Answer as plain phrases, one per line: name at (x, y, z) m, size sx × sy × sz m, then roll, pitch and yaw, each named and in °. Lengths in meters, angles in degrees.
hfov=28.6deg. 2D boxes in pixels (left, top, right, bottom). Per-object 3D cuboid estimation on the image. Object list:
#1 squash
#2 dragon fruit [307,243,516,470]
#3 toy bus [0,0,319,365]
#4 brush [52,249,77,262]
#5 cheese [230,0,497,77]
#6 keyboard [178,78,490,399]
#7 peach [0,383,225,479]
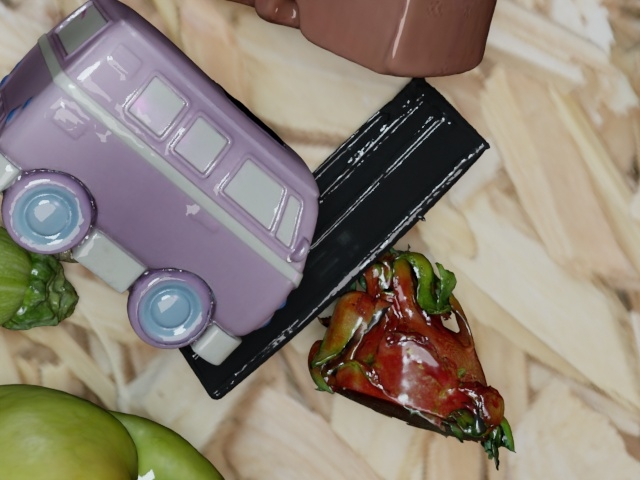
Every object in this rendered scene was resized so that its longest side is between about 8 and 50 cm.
squash at (-0.214, 0.024, 0.807) m, size 0.132 × 0.105 × 0.105 m, roll 3°, pitch 110°, yaw -25°
dragon fruit at (0.059, 0.077, 0.854) m, size 0.142 × 0.138 × 0.175 m, roll -7°, pitch 92°, yaw -46°
toy bus at (-0.100, -0.035, 0.761) m, size 0.202 × 0.142 × 0.142 m, roll 41°, pitch 91°, yaw -25°
brush at (-0.154, -0.065, 0.819) m, size 0.043 × 0.014 × 0.169 m, roll -1°, pitch 109°, yaw -14°
cheese at (0.035, -0.174, 0.724) m, size 0.203 × 0.177 × 0.128 m, roll 11°, pitch 108°, yaw -15°
keyboard at (0.000, 0.000, 0.840) m, size 0.250 × 0.087 × 0.017 m, roll -44°, pitch 149°, yaw 6°
peach at (-0.171, 0.254, 0.790) m, size 0.281 × 0.314 × 0.315 m, roll 18°, pitch 109°, yaw -33°
